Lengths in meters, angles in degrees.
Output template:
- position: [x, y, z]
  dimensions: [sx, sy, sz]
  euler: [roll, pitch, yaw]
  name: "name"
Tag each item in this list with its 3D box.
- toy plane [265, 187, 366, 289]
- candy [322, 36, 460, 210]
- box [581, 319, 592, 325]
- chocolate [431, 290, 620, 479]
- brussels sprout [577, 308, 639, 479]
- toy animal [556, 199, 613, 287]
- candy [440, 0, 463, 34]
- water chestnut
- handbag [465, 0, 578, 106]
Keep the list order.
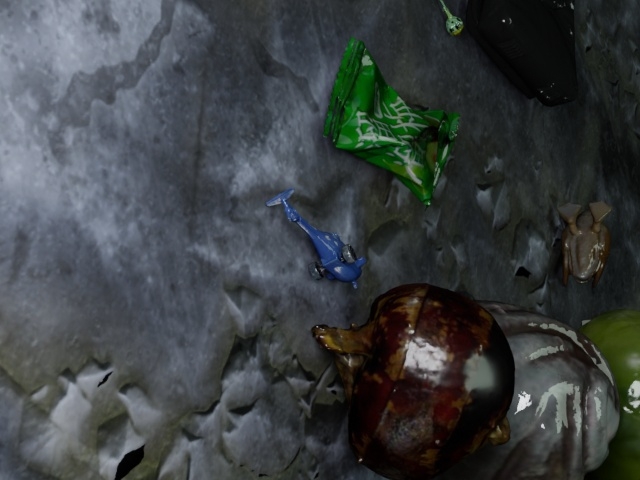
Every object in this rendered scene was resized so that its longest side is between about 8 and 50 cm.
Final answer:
- position: [0.000, 0.000, 1.295]
  dimensions: [0.167, 0.054, 0.062]
  euler: [43, 26, -46]
  name: "toy plane"
- position: [0.081, -0.135, 1.412]
  dimensions: [0.203, 0.078, 0.141]
  euler: [33, 46, -36]
  name: "candy"
- position: [0.531, 0.153, 1.973]
  dimensions: [0.100, 0.152, 0.048]
  euler: [10, 73, -56]
  name: "box"
- position: [0.277, 0.216, 1.527]
  dimensions: [0.303, 0.213, 0.303]
  euler: [11, 77, -57]
  name: "chocolate"
- position: [0.513, 0.267, 1.818]
  dimensions: [0.344, 0.268, 0.344]
  euler: [50, 30, -42]
  name: "brussels sprout"
- position: [0.437, 0.029, 1.924]
  dimensions: [0.179, 0.089, 0.188]
  euler: [73, 26, -43]
  name: "toy animal"
- position: [0.174, -0.324, 1.635]
  dimensions: [0.083, 0.025, 0.023]
  euler: [53, 15, -25]
  name: "candy"
- position: [0.100, 0.150, 1.303]
  dimensions: [0.223, 0.238, 0.224]
  euler: [14, 90, -89]
  name: "water chestnut"
- position: [0.312, -0.357, 1.789]
  dimensions: [0.275, 0.088, 0.244]
  euler: [30, 58, -47]
  name: "handbag"
